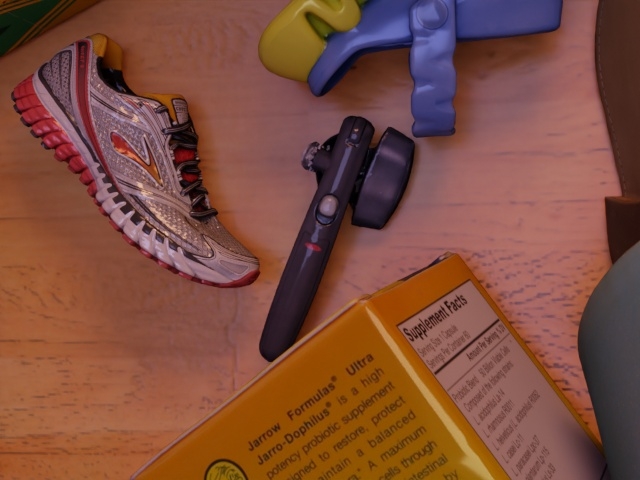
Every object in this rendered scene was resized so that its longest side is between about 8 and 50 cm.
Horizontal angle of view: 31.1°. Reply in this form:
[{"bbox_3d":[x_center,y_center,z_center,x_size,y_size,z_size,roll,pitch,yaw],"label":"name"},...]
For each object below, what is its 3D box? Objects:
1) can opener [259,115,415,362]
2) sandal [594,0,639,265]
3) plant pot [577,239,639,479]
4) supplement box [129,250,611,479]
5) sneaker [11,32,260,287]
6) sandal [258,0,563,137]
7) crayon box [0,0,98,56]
[{"bbox_3d":[0.000,0.000,0.805,0.073,0.059,0.186,26,94,10],"label":"can opener"},{"bbox_3d":[0.239,-0.087,0.763,0.079,0.088,0.240,-4,96,-20],"label":"sandal"},{"bbox_3d":[0.293,0.137,0.585,0.293,0.293,0.235,-8,50,11],"label":"plant pot"},{"bbox_3d":[0.091,0.212,0.698,0.195,0.194,0.356,-39,82,22],"label":"supplement box"},{"bbox_3d":[-0.120,-0.056,0.816,0.093,0.088,0.225,-43,82,7],"label":"sneaker"},{"bbox_3d":[0.113,-0.188,0.762,0.317,0.126,0.138,-43,91,14],"label":"sandal"},{"bbox_3d":[-0.344,-0.294,0.853,0.313,0.106,0.363,-28,84,10],"label":"crayon box"}]
